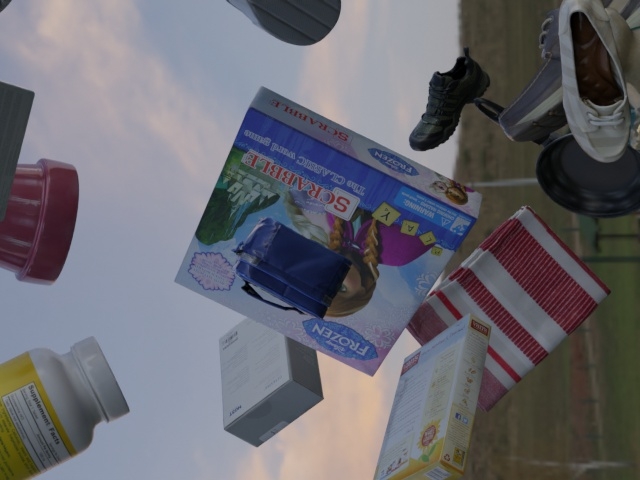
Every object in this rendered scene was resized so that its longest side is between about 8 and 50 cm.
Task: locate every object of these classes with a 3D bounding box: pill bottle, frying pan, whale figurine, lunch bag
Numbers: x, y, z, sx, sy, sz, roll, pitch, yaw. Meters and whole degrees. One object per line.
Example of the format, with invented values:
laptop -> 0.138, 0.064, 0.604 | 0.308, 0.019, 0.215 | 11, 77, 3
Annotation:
pill bottle -> -0.484, 0.288, 1.573 | 0.188, 0.333, 0.188 | 56, 162, 28
frying pan -> 0.402, -0.135, 1.672 | 0.197, 0.326, 0.053 | 98, -165, -53
whale figurine -> 0.440, -0.233, 1.364 | 0.272, 0.141, 0.216 | 10, -86, -35
lunch bag -> -0.031, 0.026, 0.848 | 0.065, 0.098, 0.067 | -64, 9, -6

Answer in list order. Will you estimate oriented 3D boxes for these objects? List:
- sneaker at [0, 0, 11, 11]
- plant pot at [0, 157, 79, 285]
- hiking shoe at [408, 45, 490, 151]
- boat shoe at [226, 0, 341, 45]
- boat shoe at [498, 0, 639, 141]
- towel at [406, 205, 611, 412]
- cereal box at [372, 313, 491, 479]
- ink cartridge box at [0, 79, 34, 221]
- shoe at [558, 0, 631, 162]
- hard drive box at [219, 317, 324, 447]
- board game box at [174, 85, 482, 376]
sneaker -> -0.600, -0.375, 1.554 | 0.321, 0.127, 0.126 | -48, -35, 1
plant pot -> -0.494, -0.042, 1.552 | 0.180, 0.201, 0.201 | 13, -116, -27
hiking shoe -> 0.243, -0.287, 2.015 | 0.227, 0.086, 0.114 | -52, -51, -10
boat shoe -> -0.102, -0.354, 1.199 | 0.121, 0.119, 0.335 | -53, -41, 8
boat shoe -> 0.407, -0.299, 1.537 | 0.130, 0.355, 0.132 | 50, -176, 21
towel -> 0.345, 0.126, 1.843 | 0.237, 0.329, 0.037 | 46, -178, 2
cereal box -> 0.153, 0.235, 1.365 | 0.173, 0.047, 0.240 | -44, 20, 49
ink cartridge box -> -0.448, -0.120, 1.249 | 0.232, 0.066, 0.189 | 0, -75, -80
shoe -> 0.325, -0.187, 1.183 | 0.058, 0.076, 0.219 | -71, -35, -62
hard drive box -> -0.099, 0.242, 1.878 | 0.089, 0.181, 0.232 | 36, -152, -32
board game box -> 0.000, 0.000, 1.323 | 0.066, 0.318, 0.318 | -68, 4, -53
